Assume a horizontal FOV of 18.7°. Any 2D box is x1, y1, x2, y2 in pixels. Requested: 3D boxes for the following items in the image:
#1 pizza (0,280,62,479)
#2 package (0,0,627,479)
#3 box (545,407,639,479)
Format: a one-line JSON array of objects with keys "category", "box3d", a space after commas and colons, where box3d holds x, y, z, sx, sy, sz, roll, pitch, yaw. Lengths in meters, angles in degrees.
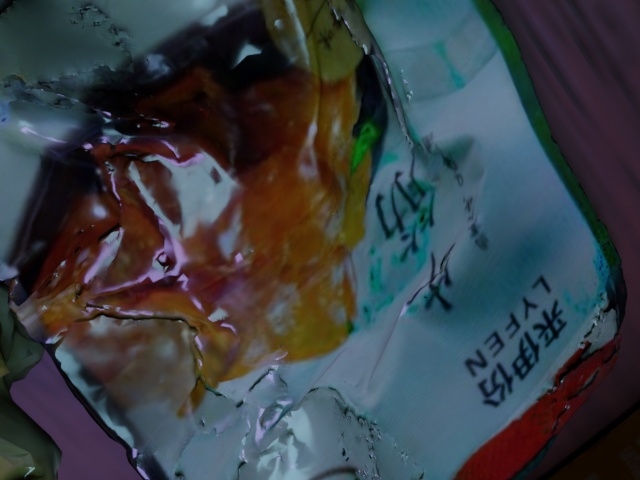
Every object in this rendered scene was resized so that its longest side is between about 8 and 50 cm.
[{"category": "pizza", "box3d": [-0.239, 0.001, 0.421, 0.392, 0.080, 0.435, 34, 105, -31]}, {"category": "package", "box3d": [0.000, 0.000, 0.499, 0.166, 0.040, 0.232, -46, 124, -22]}, {"category": "box", "box3d": [0.236, 0.107, 0.611, 0.341, 0.143, 0.225, -38, 123, 6]}]
